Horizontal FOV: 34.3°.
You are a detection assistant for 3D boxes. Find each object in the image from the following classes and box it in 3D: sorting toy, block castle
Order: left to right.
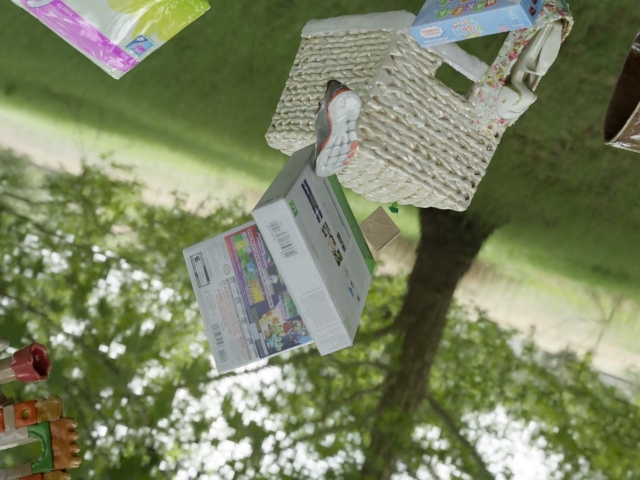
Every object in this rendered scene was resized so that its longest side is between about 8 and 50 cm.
[{"bbox_3d":[-0.640,0.420,2.096,0.213,0.453,0.303,-15,162,13],"label":"block castle"},{"bbox_3d":[0.110,-0.027,1.760,0.062,0.083,0.012,55,-157,18],"label":"sorting toy"}]

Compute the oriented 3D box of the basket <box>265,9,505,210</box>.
[{"bbox_3d":[0.131,-0.236,1.946,0.328,0.266,0.331,27,170,-33],"label":"basket"}]

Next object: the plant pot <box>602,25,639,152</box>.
[{"bbox_3d":[0.439,-0.157,1.049,0.230,0.215,0.215,21,180,3],"label":"plant pot"}]

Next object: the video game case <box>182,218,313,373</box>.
[{"bbox_3d":[-0.103,0.078,1.546,0.183,0.201,0.023,-22,169,26],"label":"video game case"}]

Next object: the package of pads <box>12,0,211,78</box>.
[{"bbox_3d":[-0.341,-0.418,1.697,0.296,0.229,0.101,35,-157,-58],"label":"package of pads"}]

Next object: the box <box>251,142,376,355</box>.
[{"bbox_3d":[0.000,0.000,1.549,0.058,0.232,0.322,-20,-166,17],"label":"box"}]

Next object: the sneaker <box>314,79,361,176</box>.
[{"bbox_3d":[0.018,-0.166,1.515,0.061,0.158,0.065,-9,-135,-29],"label":"sneaker"}]

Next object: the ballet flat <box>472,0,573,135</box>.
[{"bbox_3d":[0.293,-0.246,1.510,0.091,0.241,0.077,3,-146,-29],"label":"ballet flat"}]

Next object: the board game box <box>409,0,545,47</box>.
[{"bbox_3d":[0.219,-0.328,1.263,0.160,0.211,0.039,-2,138,43],"label":"board game box"}]
